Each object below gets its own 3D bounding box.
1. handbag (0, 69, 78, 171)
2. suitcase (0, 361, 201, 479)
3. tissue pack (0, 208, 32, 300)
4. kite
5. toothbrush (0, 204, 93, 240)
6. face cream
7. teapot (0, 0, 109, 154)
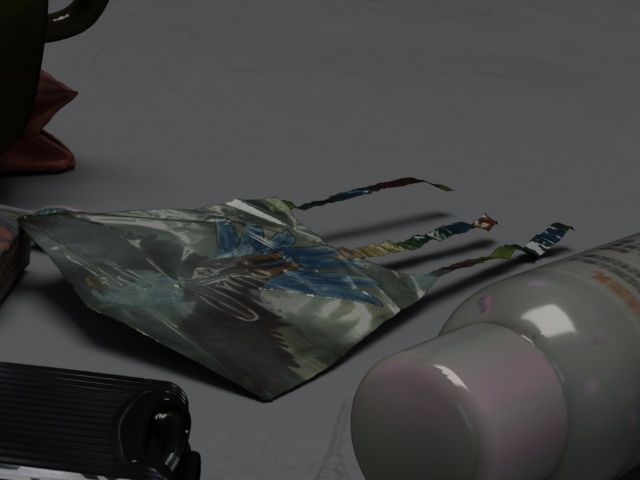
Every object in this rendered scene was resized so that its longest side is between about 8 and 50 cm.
[{"bbox_3d":[-0.263,-0.095,0.846,0.157,0.059,0.212,-5,21,-31],"label":"handbag"},{"bbox_3d":[-0.098,0.072,0.361,0.126,0.059,0.086,6,18,-3],"label":"suitcase"},{"bbox_3d":[-0.171,0.007,0.584,0.063,0.035,0.083,7,18,-2],"label":"tissue pack"},{"bbox_3d":[0.001,-0.002,0.654,0.169,0.015,0.310,27,26,30],"label":"kite"},{"bbox_3d":[-0.238,-0.020,0.677,0.269,0.021,0.027,7,12,9],"label":"toothbrush"},{"bbox_3d":[0.114,0.040,0.484,0.082,0.082,0.269,19,22,39],"label":"face cream"},{"bbox_3d":[-0.227,-0.150,0.692,0.267,0.175,0.185,-14,46,-36],"label":"teapot"}]
